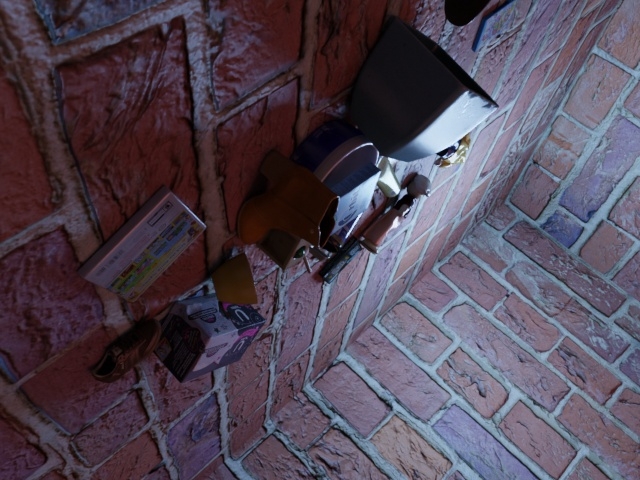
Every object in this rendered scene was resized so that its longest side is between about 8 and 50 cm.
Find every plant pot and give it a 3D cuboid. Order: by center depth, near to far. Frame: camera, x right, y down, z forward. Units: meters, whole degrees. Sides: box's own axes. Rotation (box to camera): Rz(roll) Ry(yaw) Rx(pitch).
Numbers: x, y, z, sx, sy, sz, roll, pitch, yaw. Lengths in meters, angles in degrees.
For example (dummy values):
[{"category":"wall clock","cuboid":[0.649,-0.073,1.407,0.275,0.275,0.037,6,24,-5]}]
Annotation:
[{"category":"plant pot","cuboid":[0.220,-0.327,1.482,0.252,0.247,0.247,-47,157,25]},{"category":"plant pot","cuboid":[-0.220,0.106,1.562,0.095,0.134,0.134,-15,151,-12]}]

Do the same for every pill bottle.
[{"category":"pill bottle","cuboid":[0.054,-0.085,1.738,0.219,0.123,0.123,-57,163,-14]}]

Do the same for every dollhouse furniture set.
[{"category":"dollhouse furniture set","cuboid":[0.000,0.000,1.830,0.081,0.114,0.091,-60,156,17]}]

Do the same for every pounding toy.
[{"category":"pounding toy","cuboid":[-0.076,0.010,1.637,0.100,0.141,0.130,-23,148,-52]}]

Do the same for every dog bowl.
[{"category":"dog bowl","cuboid":[0.021,-0.168,1.565,0.265,0.104,0.265,-42,160,-19]}]

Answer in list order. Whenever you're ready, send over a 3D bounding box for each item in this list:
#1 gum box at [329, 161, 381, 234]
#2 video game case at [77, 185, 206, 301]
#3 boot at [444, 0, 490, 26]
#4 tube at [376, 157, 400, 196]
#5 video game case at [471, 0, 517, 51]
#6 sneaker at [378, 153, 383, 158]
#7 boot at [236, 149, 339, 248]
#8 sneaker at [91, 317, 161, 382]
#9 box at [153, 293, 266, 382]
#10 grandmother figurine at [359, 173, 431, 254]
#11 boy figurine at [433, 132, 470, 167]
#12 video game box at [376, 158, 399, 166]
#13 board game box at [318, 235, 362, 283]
[{"category":"gum box","cuboid":[0.063,-0.096,1.569,0.184,0.041,0.157,-35,157,-32]},{"category":"video game case","cuboid":[-0.346,0.014,1.242,0.227,0.026,0.206,-47,161,-7]},{"category":"boot","cuboid":[0.396,-0.653,1.463,0.115,0.112,0.305,-41,160,-52]},{"category":"tube","cuboid":[0.188,-0.189,1.828,0.062,0.070,0.240,-17,165,12]},{"category":"video game case","cuboid":[0.524,-0.650,1.862,0.166,0.015,0.119,-39,159,-24]},{"category":"sneaker","cuboid":[0.237,-0.316,1.631,0.281,0.163,0.106,-51,126,-12]},{"category":"boot","cuboid":[-0.076,-0.042,1.431,0.104,0.211,0.295,-29,153,-43]},{"category":"sneaker","cuboid":[-0.444,0.256,1.428,0.188,0.066,0.071,-49,160,-1]},{"category":"box","cuboid":[-0.288,0.243,1.623,0.163,0.142,0.247,-55,160,20]},{"category":"grandmother figurine","cuboid":[0.284,-0.103,2.281,0.342,0.104,0.208,-50,-172,-5]},{"category":"boy figurine","cuboid":[0.478,-0.339,2.245,0.177,0.092,0.285,-54,161,13]},{"category":"video game box","cuboid":[0.188,-0.270,1.819,0.205,0.048,0.187,-35,160,-33]},{"category":"board game box","cuboid":[0.074,0.073,2.254,0.186,0.026,0.126,-47,161,-5]}]
